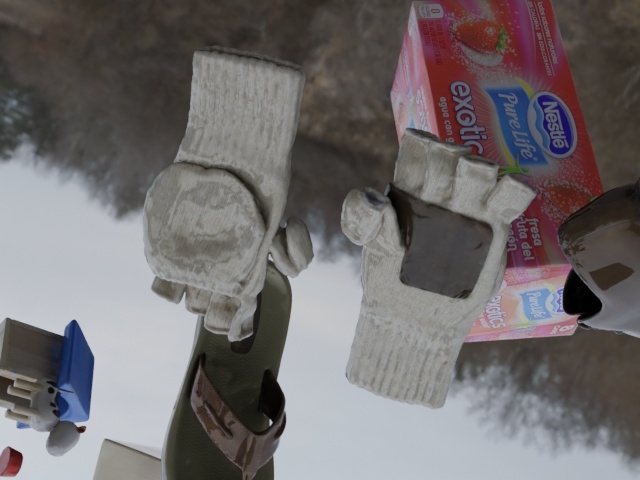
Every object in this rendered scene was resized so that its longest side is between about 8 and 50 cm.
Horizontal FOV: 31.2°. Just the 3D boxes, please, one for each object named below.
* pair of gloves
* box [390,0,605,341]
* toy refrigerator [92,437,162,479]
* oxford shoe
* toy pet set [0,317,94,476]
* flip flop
[{"bbox_3d":[0.000,0.000,0.750,0.240,0.204,0.042,22,-151,4],"label":"pair of gloves"},{"bbox_3d":[0.164,-0.068,1.089,0.142,0.299,0.154,-3,150,-9],"label":"box"},{"bbox_3d":[-0.156,0.303,1.296,0.094,0.102,0.270,19,170,-37],"label":"toy refrigerator"},{"bbox_3d":[0.204,0.026,0.729,0.096,0.082,0.227,-18,147,21],"label":"oxford shoe"},{"bbox_3d":[-0.163,0.108,0.634,0.065,0.122,0.114,24,-135,-30],"label":"toy pet set"},{"bbox_3d":[-0.072,0.148,1.056,0.112,0.277,0.080,15,169,-24],"label":"flip flop"}]
